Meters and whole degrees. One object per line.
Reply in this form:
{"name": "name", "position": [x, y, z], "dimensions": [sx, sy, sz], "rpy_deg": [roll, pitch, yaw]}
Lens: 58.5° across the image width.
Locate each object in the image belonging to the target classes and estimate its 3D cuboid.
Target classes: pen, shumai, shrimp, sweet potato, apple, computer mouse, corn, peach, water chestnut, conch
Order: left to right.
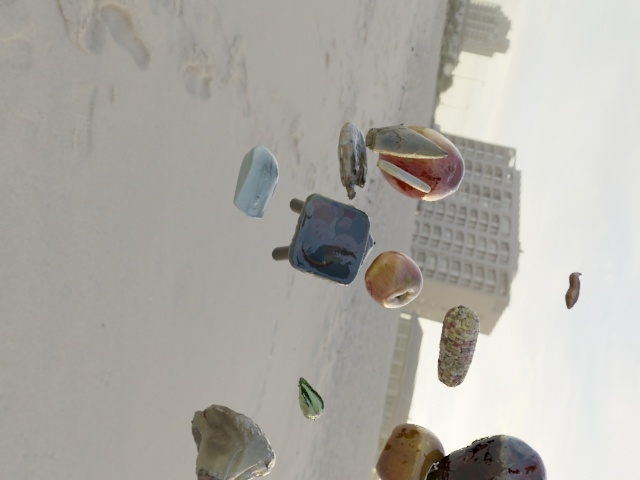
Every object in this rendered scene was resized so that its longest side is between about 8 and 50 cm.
{"name": "shumai", "position": [-0.199, 0.439, 1.159], "dimensions": [0.120, 0.201, 0.201], "rpy_deg": [-51, 157, -51]}
{"name": "computer mouse", "position": [-0.188, -0.180, 1.740], "dimensions": [0.128, 0.079, 0.231], "rpy_deg": [24, 70, -47]}
{"name": "conch", "position": [-0.036, 0.552, 1.942], "dimensions": [0.201, 0.079, 0.095], "rpy_deg": [65, 10, -46]}
{"name": "shrimp", "position": [0.095, -0.217, 1.640], "dimensions": [0.145, 0.059, 0.254], "rpy_deg": [25, 57, -57]}
{"name": "apple", "position": [0.249, 0.135, 1.986], "dimensions": [0.209, 0.209, 0.164], "rpy_deg": [98, -30, -48]}
{"name": "pen", "position": [0.259, -0.199, 1.780], "dimensions": [0.040, 0.233, 0.032], "rpy_deg": [30, -84, 54]}
{"name": "apple", "position": [0.291, 0.715, 1.875], "dimensions": [0.237, 0.207, 0.237], "rpy_deg": [-17, 116, -41]}
{"name": "peach", "position": [0.428, -0.319, 2.402], "dimensions": [0.290, 0.372, 0.373], "rpy_deg": [-49, 162, -27]}
{"name": "corn", "position": [0.361, 0.295, 1.529], "dimensions": [0.098, 0.098, 0.290], "rpy_deg": [-69, 165, -49]}
{"name": "water chestnut", "position": [0.525, 0.750, 1.714], "dimensions": [0.350, 0.350, 0.302], "rpy_deg": [93, -28, -64]}
{"name": "sweet potato", "position": [0.996, 0.199, 2.257], "dimensions": [0.058, 0.055, 0.202], "rpy_deg": [108, 8, -55]}

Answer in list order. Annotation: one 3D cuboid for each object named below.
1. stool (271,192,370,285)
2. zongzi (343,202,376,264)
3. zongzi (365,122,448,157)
{"name": "stool", "position": [0.000, 0.000, 2.249], "dimensions": [0.226, 0.310, 0.310], "rpy_deg": [-4, -114, 63]}
{"name": "zongzi", "position": [0.134, -0.015, 2.411], "dimensions": [0.248, 0.111, 0.241], "rpy_deg": [64, 28, -20]}
{"name": "zongzi", "position": [0.222, -0.247, 1.505], "dimensions": [0.160, 0.176, 0.078], "rpy_deg": [-19, 132, -41]}
